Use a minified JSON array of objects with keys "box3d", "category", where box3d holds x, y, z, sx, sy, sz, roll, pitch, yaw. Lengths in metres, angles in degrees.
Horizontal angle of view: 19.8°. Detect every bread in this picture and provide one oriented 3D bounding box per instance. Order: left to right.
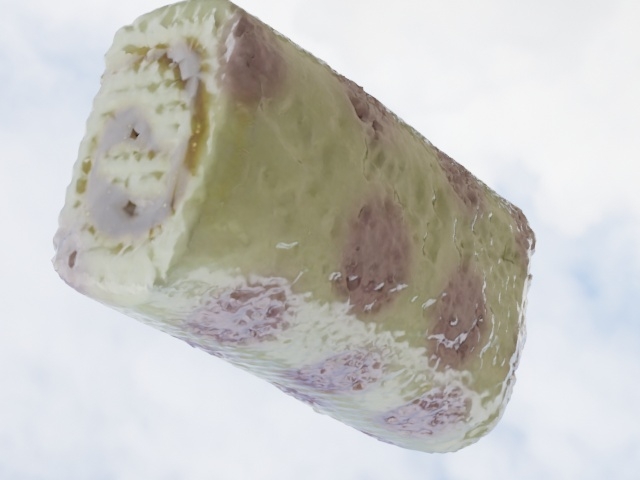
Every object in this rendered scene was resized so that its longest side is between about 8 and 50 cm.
[{"box3d":[0.000,0.000,1.114,0.338,0.155,0.187,32,-112,-48],"category":"bread"}]
